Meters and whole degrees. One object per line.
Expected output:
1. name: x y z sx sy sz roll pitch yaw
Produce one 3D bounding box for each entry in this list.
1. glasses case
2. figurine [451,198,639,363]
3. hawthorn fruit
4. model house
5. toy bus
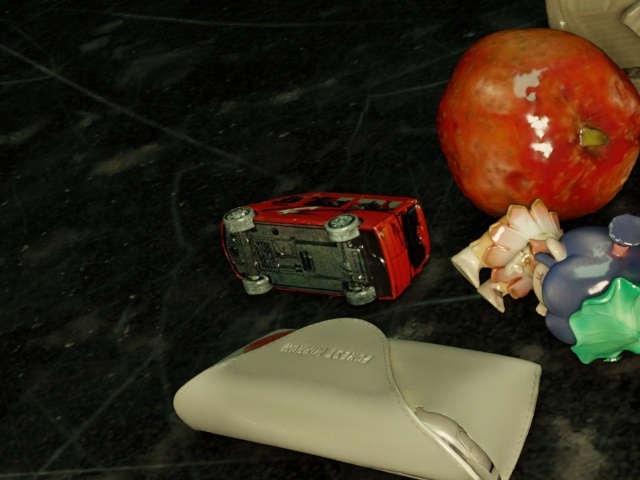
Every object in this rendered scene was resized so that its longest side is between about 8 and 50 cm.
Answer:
1. glasses case: 0.024 0.114 1.111 0.308 0.083 0.128 5 42 39
2. figurine: 0.193 0.024 1.110 0.102 0.111 0.195 -50 35 -4
3. hawthorn fruit: 0.199 -0.098 1.217 0.179 0.179 0.200 -35 19 -18
4. model house: 0.303 -0.203 1.278 0.188 0.229 0.122 10 62 49
5. toy bus: 0.000 0.000 1.310 0.195 0.081 0.089 4 31 38
